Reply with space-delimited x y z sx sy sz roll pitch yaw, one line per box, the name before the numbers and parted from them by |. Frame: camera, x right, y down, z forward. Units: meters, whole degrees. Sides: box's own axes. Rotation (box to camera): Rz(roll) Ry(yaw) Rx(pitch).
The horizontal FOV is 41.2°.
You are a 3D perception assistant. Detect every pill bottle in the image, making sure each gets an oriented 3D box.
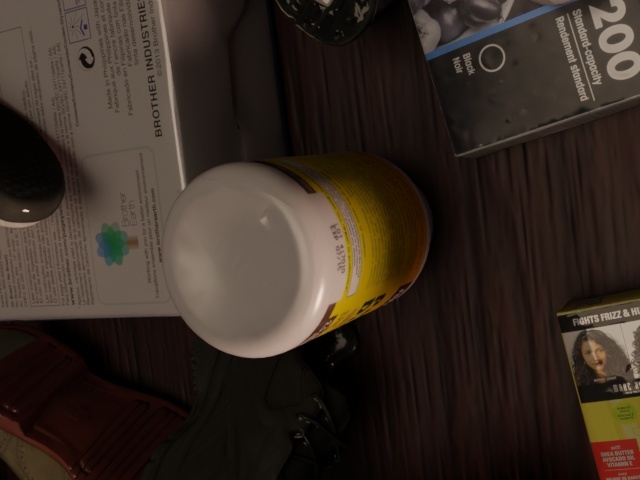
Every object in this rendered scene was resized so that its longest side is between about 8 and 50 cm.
pill bottle | 0.000 0.000 0.579 0.117 0.215 0.117 5 100 28

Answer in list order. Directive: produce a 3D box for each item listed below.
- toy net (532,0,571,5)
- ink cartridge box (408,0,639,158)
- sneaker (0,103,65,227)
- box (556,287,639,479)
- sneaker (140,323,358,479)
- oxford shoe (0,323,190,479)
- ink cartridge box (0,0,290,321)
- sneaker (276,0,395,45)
toy net | 0.193 -0.166 0.505 0.232 0.045 0.122 2 119 6
ink cartridge box | 0.158 -0.181 0.563 0.208 0.045 0.206 -17 89 28
sneaker | -0.301 -0.047 0.643 0.270 0.090 0.145 37 114 24
box | 0.229 0.147 0.566 0.087 0.058 0.232 -14 91 28
sneaker | -0.044 0.155 0.620 0.130 0.109 0.286 -5 51 20
oxford shoe | -0.194 0.212 0.799 0.348 0.123 0.130 34 139 19
ink cartridge box | -0.230 -0.074 0.731 0.395 0.151 0.270 -4 95 28
sneaker | -0.031 -0.235 0.620 0.234 0.106 0.078 46 124 8
